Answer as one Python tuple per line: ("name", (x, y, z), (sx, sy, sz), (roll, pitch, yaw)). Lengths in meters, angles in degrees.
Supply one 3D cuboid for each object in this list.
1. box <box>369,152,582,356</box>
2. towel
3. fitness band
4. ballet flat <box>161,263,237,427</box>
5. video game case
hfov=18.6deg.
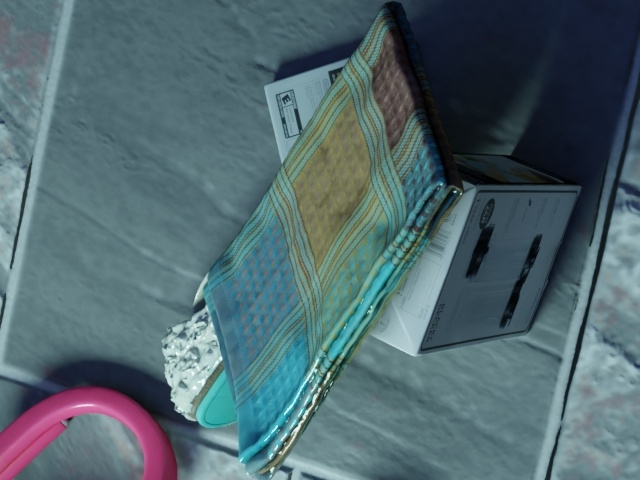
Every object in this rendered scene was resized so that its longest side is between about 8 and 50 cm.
("box", (0.136, 0.009, 1.828), (0.087, 0.290, 0.169), (24, 102, 24))
("towel", (0.000, 0.000, 1.747), (0.370, 0.040, 0.271), (-58, 30, 33))
("fitness band", (-0.287, 0.291, 2.104), (0.291, 0.054, 0.209), (-45, 60, -7))
("ballet flat", (-0.035, 0.027, 1.977), (0.409, 0.147, 0.147), (-45, 73, 27))
("video game case", (0.040, -0.094, 2.017), (0.173, 0.022, 0.190), (-16, 84, 24))
